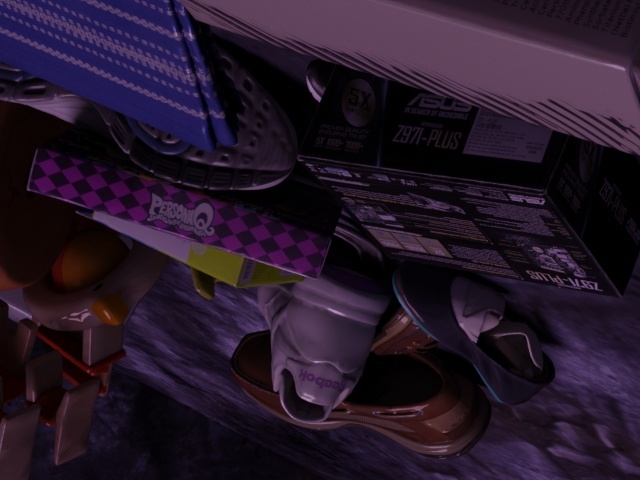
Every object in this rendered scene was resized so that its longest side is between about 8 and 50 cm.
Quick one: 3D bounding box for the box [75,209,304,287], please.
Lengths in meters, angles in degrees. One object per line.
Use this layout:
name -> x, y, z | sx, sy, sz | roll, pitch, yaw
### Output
box -> -0.107, -0.011, 1.407 | 0.178, 0.042, 0.109 | 24, -166, 28

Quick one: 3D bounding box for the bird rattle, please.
bird rattle -> -0.219, 0.000, 1.642 | 0.253, 0.207, 0.143 | 8, 139, 33

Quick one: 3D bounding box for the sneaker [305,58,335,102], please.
sneaker -> 0.028, -0.101, 1.128 | 0.083, 0.031, 0.035 | 30, 155, -28

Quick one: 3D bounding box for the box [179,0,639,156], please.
box -> 0.052, -0.136, 0.773 | 0.275, 0.113, 0.094 | 22, 166, 30

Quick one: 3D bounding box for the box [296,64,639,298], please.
box -> 0.101, -0.040, 1.054 | 0.180, 0.077, 0.147 | 10, 158, 34

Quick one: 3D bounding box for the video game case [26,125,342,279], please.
video game case -> -0.099, -0.038, 1.325 | 0.232, 0.042, 0.210 | 17, -170, 0

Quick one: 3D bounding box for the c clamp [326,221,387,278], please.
c clamp -> 0.000, 0.000, 1.552 | 0.137, 0.022, 0.160 | 27, 167, 7

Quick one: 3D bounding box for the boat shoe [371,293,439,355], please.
boat shoe -> 0.088, 0.087, 1.608 | 0.060, 0.064, 0.178 | 31, 164, -2

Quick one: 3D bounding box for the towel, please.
towel -> -0.172, -0.202, 0.995 | 0.243, 0.040, 0.336 | 23, 150, 26

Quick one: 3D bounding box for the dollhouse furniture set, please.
dollhouse furniture set -> -0.320, 0.130, 1.666 | 0.262, 0.259, 0.135 | 32, 125, 30

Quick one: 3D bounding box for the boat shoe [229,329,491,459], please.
boat shoe -> 0.035, 0.147, 1.852 | 0.324, 0.122, 0.120 | 9, 153, 33

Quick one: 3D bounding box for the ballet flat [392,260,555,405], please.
ballet flat -> 0.146, 0.076, 1.472 | 0.074, 0.074, 0.203 | 11, 152, 51

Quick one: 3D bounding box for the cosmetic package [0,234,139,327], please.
cosmetic package -> -0.315, 0.047, 2.066 | 0.184, 0.151, 0.151 | 30, 167, -5

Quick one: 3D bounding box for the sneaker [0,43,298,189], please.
sneaker -> -0.136, -0.116, 1.283 | 0.297, 0.111, 0.129 | 26, -178, 25

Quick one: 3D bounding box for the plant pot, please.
plant pot -> -0.352, -0.066, 1.524 | 0.203, 0.291, 0.291 | 7, 161, 14

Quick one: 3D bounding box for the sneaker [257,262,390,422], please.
sneaker -> -0.019, 0.099, 1.642 | 0.114, 0.152, 0.305 | 18, 175, -7
